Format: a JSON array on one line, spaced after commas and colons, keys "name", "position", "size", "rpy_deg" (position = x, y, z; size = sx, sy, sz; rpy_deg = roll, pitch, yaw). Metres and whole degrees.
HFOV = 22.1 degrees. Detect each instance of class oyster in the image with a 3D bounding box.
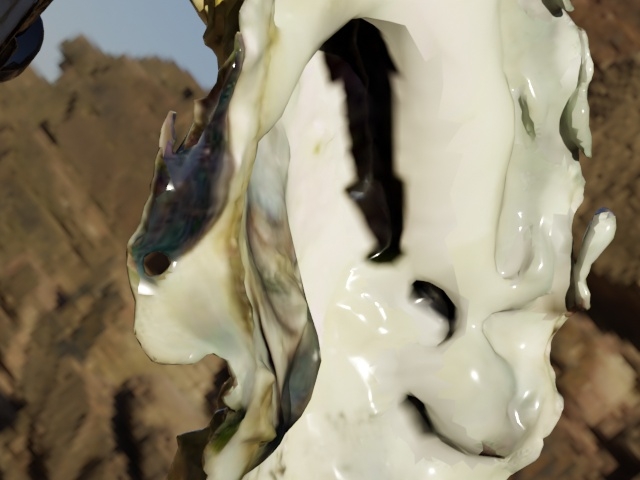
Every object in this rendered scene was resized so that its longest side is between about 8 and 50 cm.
[{"name": "oyster", "position": [-0.001, 0.000, 0.616], "size": [0.115, 0.238, 0.351], "rpy_deg": [8, -72, 45]}]

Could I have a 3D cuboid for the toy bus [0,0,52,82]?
[{"name": "toy bus", "position": [-0.221, -0.129, 0.797], "size": [0.179, 0.305, 0.143], "rpy_deg": [39, -33, -13]}]
